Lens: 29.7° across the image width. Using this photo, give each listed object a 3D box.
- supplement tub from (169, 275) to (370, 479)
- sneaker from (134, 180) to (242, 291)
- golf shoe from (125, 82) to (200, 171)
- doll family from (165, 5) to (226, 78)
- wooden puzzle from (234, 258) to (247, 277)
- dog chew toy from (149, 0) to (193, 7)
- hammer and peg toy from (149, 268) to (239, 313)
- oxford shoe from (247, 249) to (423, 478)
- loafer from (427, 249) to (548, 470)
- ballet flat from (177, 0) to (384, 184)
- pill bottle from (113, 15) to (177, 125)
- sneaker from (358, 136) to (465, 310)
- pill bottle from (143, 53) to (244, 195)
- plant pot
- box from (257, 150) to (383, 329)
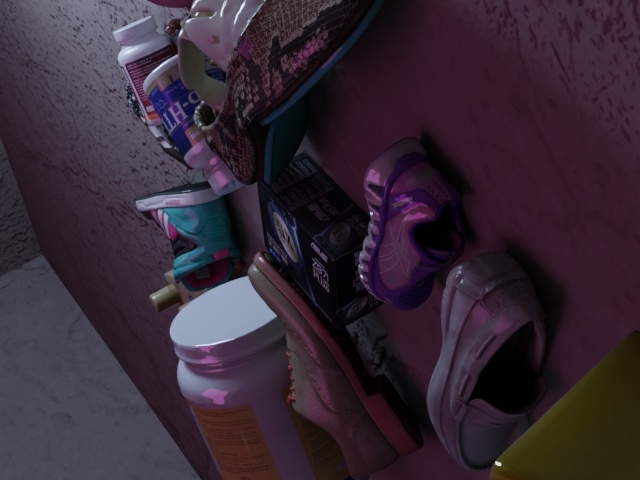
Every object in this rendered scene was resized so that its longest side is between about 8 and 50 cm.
[{"bbox_3d":[-0.075,0.241,1.834,0.241,0.241,0.331,24,138,60],"label":"supplement tub"},{"bbox_3d":[-0.221,-0.004,2.045,0.295,0.124,0.178,1,107,67],"label":"sneaker"},{"bbox_3d":[-0.249,-0.184,1.931,0.198,0.077,0.094,50,158,31],"label":"golf shoe"},{"bbox_3d":[-0.129,-0.261,1.533,0.111,0.076,0.193,64,158,7],"label":"doll family"},{"bbox_3d":[-0.148,0.029,2.076,0.083,0.006,0.049,59,160,7],"label":"wooden puzzle"},{"bbox_3d":[-0.221,-0.384,1.397,0.332,0.207,0.206,45,155,33],"label":"dog chew toy"},{"bbox_3d":[-0.218,0.169,2.260,0.361,0.127,0.265,12,128,65],"label":"hammer and peg toy"},{"bbox_3d":[-0.008,0.175,1.654,0.348,0.130,0.123,54,-168,3],"label":"oxford shoe"},{"bbox_3d":[0.180,0.151,1.271,0.111,0.112,0.319,55,161,41],"label":"loafer"},{"bbox_3d":[-0.075,-0.194,1.323,0.182,0.164,0.483,35,161,-2],"label":"ballet flat"},{"bbox_3d":[-0.252,-0.257,1.823,0.086,0.086,0.152,14,130,64],"label":"pill bottle"},{"bbox_3d":[0.106,0.004,1.295,0.104,0.095,0.236,39,151,31],"label":"sneaker"},{"bbox_3d":[-0.154,-0.162,1.669,0.186,0.112,0.112,58,160,6],"label":"pill bottle"},{"bbox_3d":[0.296,0.230,0.982,0.187,0.212,0.212,13,131,48],"label":"plant pot"},{"bbox_3d":[0.000,0.000,1.561,0.180,0.078,0.147,48,156,33],"label":"box"}]
